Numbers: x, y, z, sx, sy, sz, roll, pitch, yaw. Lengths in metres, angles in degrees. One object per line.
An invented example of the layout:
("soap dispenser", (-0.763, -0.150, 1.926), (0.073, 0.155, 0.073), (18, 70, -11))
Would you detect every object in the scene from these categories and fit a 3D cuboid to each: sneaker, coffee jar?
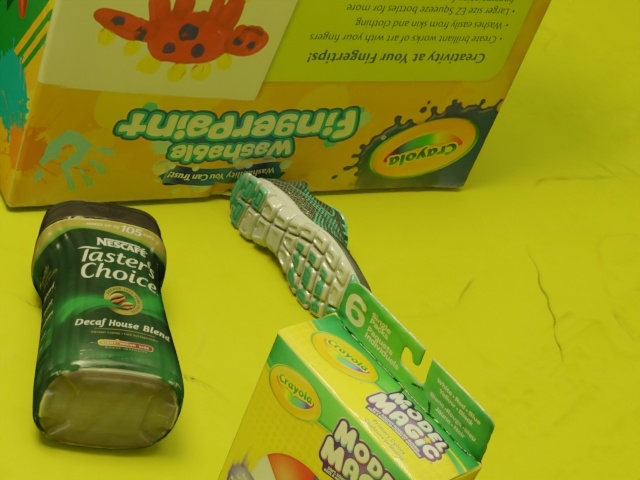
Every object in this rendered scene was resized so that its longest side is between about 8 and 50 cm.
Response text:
("sneaker", (0.000, 0.000, 1.122), (0.076, 0.065, 0.166), (-8, 46, -41))
("coffee jar", (-0.149, 0.051, 0.958), (0.096, 0.079, 0.184), (8, 37, -19))

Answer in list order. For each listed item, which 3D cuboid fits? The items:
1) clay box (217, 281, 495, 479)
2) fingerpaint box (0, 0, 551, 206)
("clay box", (0.006, 0.143, 0.793), (0.053, 0.222, 0.127), (-16, 49, -41))
("fingerpaint box", (-0.031, -0.223, 1.129), (0.444, 0.371, 0.163), (-4, 43, -31))
